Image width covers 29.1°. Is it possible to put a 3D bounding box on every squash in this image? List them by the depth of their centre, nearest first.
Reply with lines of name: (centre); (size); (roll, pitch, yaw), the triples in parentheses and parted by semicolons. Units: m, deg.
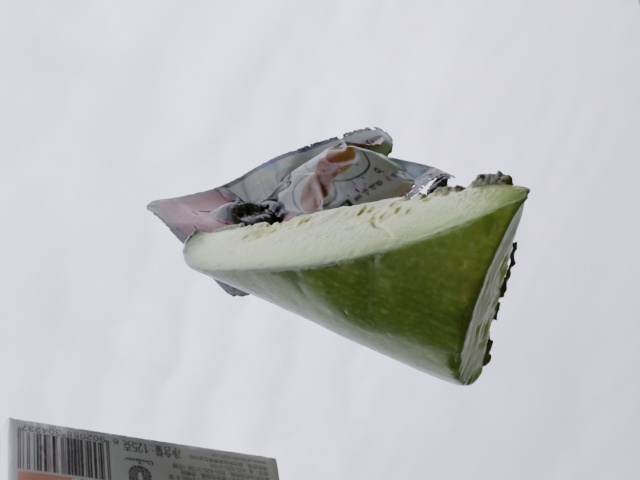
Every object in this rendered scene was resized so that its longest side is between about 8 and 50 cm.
squash: (0.000, 0.000, 0.838); (0.093, 0.252, 0.169); (-46, -27, -46)

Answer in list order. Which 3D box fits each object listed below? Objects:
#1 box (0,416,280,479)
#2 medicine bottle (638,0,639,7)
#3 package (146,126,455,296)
box: (-0.119, 0.202, 0.802); (0.199, 0.135, 0.081); (12, -54, -21)
medicine bottle: (0.252, -0.212, 0.670); (0.222, 0.112, 0.149); (113, 150, -73)
package: (-0.012, -0.036, 1.193); (0.269, 0.194, 0.071); (-29, -58, -21)
